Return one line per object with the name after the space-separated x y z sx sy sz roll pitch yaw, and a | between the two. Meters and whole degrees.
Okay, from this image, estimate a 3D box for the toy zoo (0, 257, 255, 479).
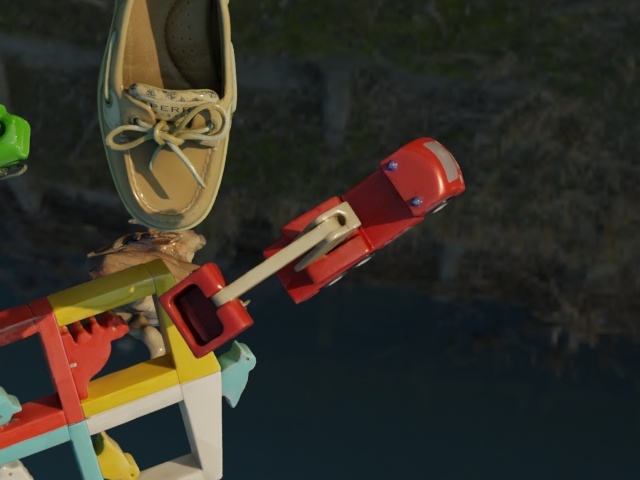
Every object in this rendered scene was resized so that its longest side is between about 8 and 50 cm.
-0.188 0.130 1.167 0.293 0.030 0.192 -20 120 -15 | toy zoo

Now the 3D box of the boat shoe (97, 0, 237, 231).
-0.116 -0.140 1.178 0.104 0.089 0.285 -3 104 -8 | boat shoe

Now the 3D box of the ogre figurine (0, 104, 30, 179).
-0.238 -0.055 0.741 0.118 0.197 0.097 -11 96 27 | ogre figurine

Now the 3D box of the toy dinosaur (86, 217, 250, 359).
-0.195 0.047 1.740 0.200 0.127 0.295 41 -174 16 | toy dinosaur

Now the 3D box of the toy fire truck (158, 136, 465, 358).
0.000 0.000 1.003 0.192 0.047 0.135 -35 174 11 | toy fire truck
